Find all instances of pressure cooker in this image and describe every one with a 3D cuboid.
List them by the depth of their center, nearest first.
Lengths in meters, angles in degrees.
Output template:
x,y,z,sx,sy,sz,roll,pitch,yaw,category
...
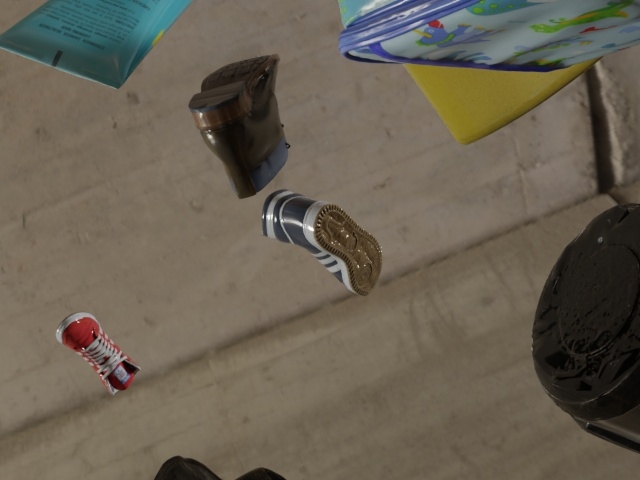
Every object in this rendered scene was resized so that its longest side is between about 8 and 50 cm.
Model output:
x,y,z,sx,sy,sz,roll,pitch,yaw,category
0.600,0.170,1.422,0.420,0.375,0.369,22,-106,-17,pressure cooker

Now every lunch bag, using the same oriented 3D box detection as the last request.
x,y,z,sx,sy,sz,roll,pitch,yaw,category
0.123,-0.153,0.522,0.219,0.176,0.090,-7,-90,-43,lunch bag

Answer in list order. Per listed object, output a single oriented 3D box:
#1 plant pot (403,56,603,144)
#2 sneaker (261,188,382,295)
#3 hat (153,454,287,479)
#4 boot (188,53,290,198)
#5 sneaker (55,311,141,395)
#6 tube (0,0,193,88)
x,y,z,sx,sy,sz,roll,pitch,yaw,category
0.189,-0.243,0.813,0.212,0.187,0.212,-47,-70,-27,plant pot
0.000,0.000,1.594,0.099,0.153,0.282,-63,-34,-15,sneaker
-0.076,0.405,1.225,0.134,0.331,0.331,-40,-52,12,hat
-0.078,-0.129,0.968,0.082,0.219,0.106,-10,-66,17,boot
-0.223,0.117,0.918,0.042,0.067,0.118,-43,-23,-10,sneaker
-0.114,-0.163,0.579,0.080,0.207,0.052,17,-47,12,tube
